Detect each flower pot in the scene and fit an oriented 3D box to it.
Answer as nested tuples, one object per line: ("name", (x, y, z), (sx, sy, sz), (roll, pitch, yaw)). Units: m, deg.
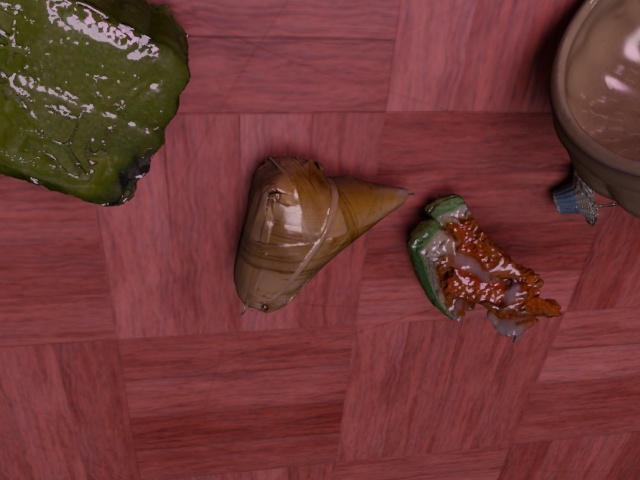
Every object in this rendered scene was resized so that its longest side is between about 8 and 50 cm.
("flower pot", (0.408, -0.139, 0.626), (0.307, 0.307, 0.244), (-40, 139, 18))

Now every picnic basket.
("picnic basket", (0.342, -0.060, 0.797), (0.083, 0.065, 0.083), (-15, 121, 28))

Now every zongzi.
("zongzi", (0.000, 0.000, 0.752), (0.197, 0.099, 0.194), (5, 125, -24))

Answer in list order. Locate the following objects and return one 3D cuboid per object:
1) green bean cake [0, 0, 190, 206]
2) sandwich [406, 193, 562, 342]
("green bean cake", (-0.245, -0.147, 0.577), (0.214, 0.113, 0.200), (22, 122, -25))
("sandwich", (0.197, 0.045, 0.784), (0.109, 0.160, 0.185), (-42, 133, -3))
